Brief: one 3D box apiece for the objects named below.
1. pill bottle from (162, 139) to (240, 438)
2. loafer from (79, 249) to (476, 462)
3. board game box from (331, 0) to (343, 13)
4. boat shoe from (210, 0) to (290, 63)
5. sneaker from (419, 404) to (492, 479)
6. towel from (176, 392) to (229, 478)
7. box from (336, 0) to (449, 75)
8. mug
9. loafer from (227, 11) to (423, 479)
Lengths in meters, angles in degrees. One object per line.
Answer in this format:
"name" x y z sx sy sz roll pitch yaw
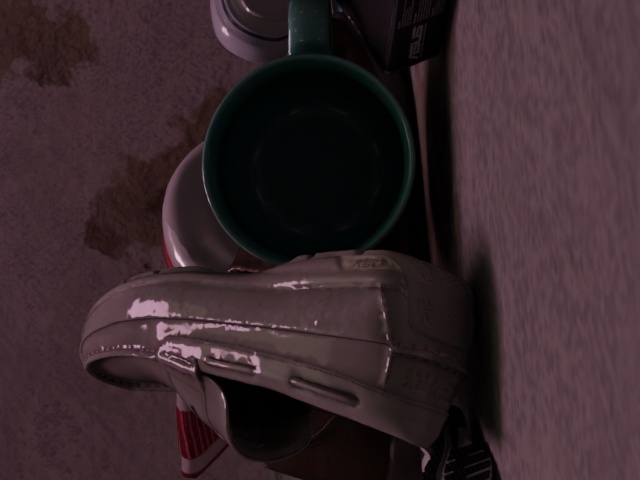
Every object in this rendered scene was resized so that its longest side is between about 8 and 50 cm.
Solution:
"pill bottle" -0.041 0.057 1.300 0.318 0.176 0.176 96 170 -58
"loafer" -0.044 0.076 0.932 0.319 0.112 0.111 -9 66 49
"board game box" 0.028 -0.206 1.245 0.126 0.026 0.186 94 172 -48
"boat shoe" -0.017 -0.223 1.111 0.076 0.083 0.226 118 173 -49
"sneaker" 0.076 0.132 0.855 0.109 0.040 0.044 -93 -12 -69
"towel" -0.061 0.066 1.535 0.237 0.037 0.329 -42 -31 -35
"box" 0.019 -0.222 0.894 0.191 0.045 0.184 97 149 -59
"mug" 0.003 -0.057 0.970 0.158 0.129 0.097 -58 -4 1
"loafer" 0.000 0.000 1.071 0.134 0.130 0.366 98 168 -61
